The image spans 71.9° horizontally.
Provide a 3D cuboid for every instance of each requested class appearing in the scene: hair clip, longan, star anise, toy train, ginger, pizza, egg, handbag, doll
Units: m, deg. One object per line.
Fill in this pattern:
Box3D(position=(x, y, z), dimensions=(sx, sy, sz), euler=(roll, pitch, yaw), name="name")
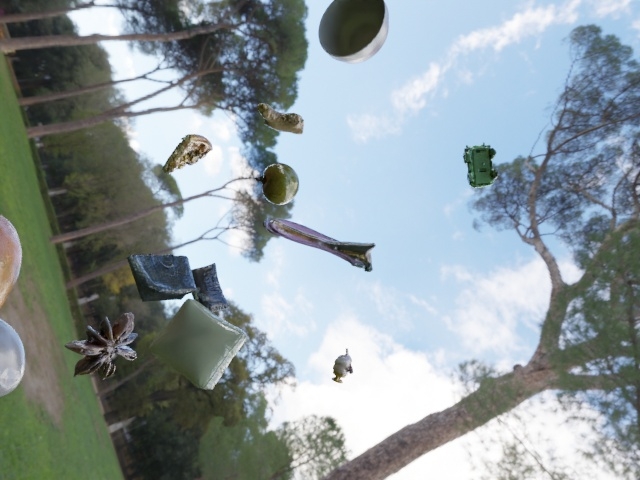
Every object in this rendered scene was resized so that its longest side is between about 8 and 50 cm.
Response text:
Box3D(position=(0.000, -0.001, 1.341), dimensions=(0.095, 0.359, 0.110), euler=(117, -12, -58), name="hair clip")
Box3D(position=(-0.164, -0.217, 1.680), dimensions=(0.145, 0.176, 0.154), euler=(111, -23, -45), name="longan")
Box3D(position=(-0.654, 0.324, 1.358), dimensions=(0.093, 0.236, 0.229), euler=(9, -29, 36), name="star anise")
Box3D(position=(0.497, -0.239, 1.383), dimensions=(0.081, 0.099, 0.149), euler=(10, 73, -76), name="toy train")
Box3D(position=(-0.172, -0.503, 1.858), dimensions=(0.137, 0.214, 0.074), euler=(133, -34, -61), name="ginger")
Box3D(position=(-0.464, -0.288, 1.520), dimensions=(0.052, 0.195, 0.185), euler=(56, 10, 9), name="pizza")
Box3D(position=(-0.890, 0.308, 1.168), dimensions=(0.231, 0.176, 0.176), euler=(62, -27, -2), name="egg")
Box3D(position=(-0.561, 0.127, 1.592), dimensions=(0.089, 0.270, 0.175), euler=(-29, -107, 25), name="handbag")
Box3D(position=(0.089, 0.457, 1.610), dimensions=(0.084, 0.073, 0.127), euler=(17, -94, 40), name="doll")

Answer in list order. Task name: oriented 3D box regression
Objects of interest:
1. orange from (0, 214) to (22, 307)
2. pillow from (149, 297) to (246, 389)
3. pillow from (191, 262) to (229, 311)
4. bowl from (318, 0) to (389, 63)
Box3D(position=(-0.623, 0.050, 0.733), dimensions=(0.240, 0.240, 0.171), euler=(48, 5, 38), name="orange")
Box3D(position=(-0.460, 0.382, 1.651), dimensions=(0.323, 0.255, 0.119), euler=(23, -22, 29), name="pillow")
Box3D(position=(-0.484, 0.207, 1.869), dimensions=(0.208, 0.142, 0.055), euler=(69, -22, 13), name="pillow")
Box3D(position=(0.148, -0.819, 1.735), dimensions=(0.287, 0.144, 0.286), euler=(-7, -104, 30), name="bowl")
